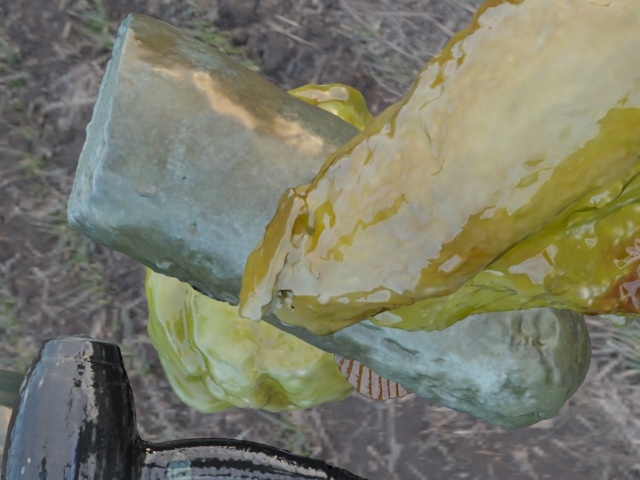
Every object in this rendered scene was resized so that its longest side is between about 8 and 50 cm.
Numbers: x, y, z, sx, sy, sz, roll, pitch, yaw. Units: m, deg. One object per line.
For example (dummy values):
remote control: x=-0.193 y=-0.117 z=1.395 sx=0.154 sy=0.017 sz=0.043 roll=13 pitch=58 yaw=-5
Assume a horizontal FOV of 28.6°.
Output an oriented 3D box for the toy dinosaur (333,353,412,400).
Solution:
toy dinosaur: x=0.039 y=0.069 z=0.856 sx=0.212 sy=0.057 sz=0.142 roll=59 pitch=136 yaw=21

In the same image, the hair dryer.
hair dryer: x=-0.059 y=0.153 z=0.669 sx=0.075 sy=0.219 sz=0.195 roll=139 pitch=134 yaw=-71

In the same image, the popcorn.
popcorn: x=-0.054 y=0.007 z=1.296 sx=0.293 sy=0.292 sz=0.334 roll=-53 pitch=44 yaw=47

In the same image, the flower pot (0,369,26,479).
flower pot: x=-0.298 y=0.231 z=1.088 sx=0.189 sy=0.157 sz=0.243 roll=1 pitch=68 yaw=14

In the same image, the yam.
yam: x=0.000 y=0.000 z=0.705 sx=0.330 sy=0.133 sz=0.133 roll=30 pitch=102 yaw=0

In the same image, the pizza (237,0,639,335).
pizza: x=0.154 y=-0.026 z=0.412 sx=0.280 sy=0.288 sz=0.075 roll=-39 pitch=56 yaw=21
